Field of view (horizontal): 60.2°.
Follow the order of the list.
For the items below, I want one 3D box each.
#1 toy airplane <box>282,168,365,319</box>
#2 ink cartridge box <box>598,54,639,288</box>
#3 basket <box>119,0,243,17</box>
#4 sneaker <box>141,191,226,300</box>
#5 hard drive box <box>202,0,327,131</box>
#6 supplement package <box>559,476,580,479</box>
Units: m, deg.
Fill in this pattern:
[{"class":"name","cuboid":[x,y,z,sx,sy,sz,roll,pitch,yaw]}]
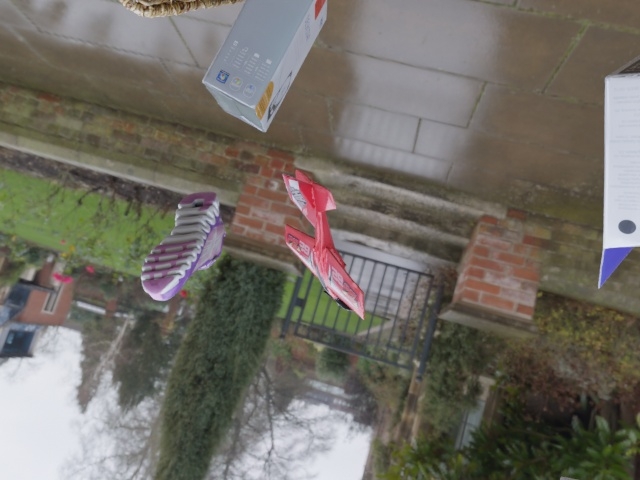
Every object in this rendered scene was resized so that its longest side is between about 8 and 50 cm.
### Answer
[{"class":"toy airplane","cuboid":[0.000,0.000,0.481,0.151,0.028,0.151,54,163,24]},{"class":"ink cartridge box","cuboid":[0.331,-0.082,0.537,0.045,0.208,0.206,15,-144,42]},{"class":"basket","cuboid":[-0.246,-0.500,0.849,0.214,0.299,0.223,30,130,14]},{"class":"sneaker","cuboid":[-0.225,0.021,0.973,0.095,0.236,0.104,-1,133,20]},{"class":"hard drive box","cuboid":[-0.080,-0.310,0.884,0.089,0.232,0.181,28,180,0]},{"class":"supplement package","cuboid":[0.473,0.529,0.891,0.134,0.139,0.244,-11,114,50]}]
